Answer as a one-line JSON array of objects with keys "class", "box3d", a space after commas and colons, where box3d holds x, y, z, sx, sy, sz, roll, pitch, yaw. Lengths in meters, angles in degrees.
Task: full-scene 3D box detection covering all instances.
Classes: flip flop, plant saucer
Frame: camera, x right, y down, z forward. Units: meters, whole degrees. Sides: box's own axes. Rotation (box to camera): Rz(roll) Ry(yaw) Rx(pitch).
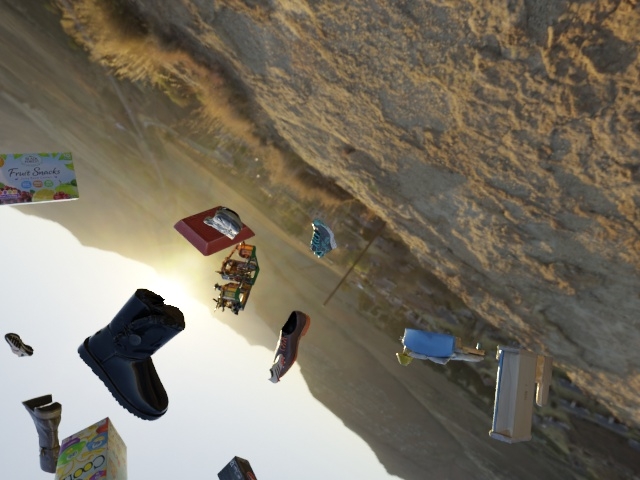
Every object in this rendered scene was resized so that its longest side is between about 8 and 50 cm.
[{"class": "flip flop", "box3d": [-0.295, -0.067, 1.294, 0.112, 0.080, 0.277, 33, 164, -16]}, {"class": "plant saucer", "box3d": [-0.461, -0.058, 1.783, 0.259, 0.259, 0.047, 36, 134, 30]}]

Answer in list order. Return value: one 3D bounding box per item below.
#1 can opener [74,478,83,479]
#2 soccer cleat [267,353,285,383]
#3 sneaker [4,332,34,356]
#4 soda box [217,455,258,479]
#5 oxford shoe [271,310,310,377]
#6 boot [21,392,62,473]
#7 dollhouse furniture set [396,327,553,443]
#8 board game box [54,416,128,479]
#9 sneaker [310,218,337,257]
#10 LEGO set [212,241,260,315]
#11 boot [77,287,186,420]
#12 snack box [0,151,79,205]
[{"class": "can opener", "box3d": [-0.478, 0.648, 0.971, 0.074, 0.093, 0.280, 10, 141, 54]}, {"class": "soccer cleat", "box3d": [-0.118, 0.339, 1.093, 0.036, 0.083, 0.029, 28, 137, -20]}, {"class": "sneaker", "box3d": [-0.916, 0.319, 1.233, 0.040, 0.044, 0.109, -104, 1, -51]}, {"class": "soda box", "box3d": [-0.154, 0.546, 0.862, 0.169, 0.060, 0.053, 41, 175, 47]}, {"class": "oxford shoe", "box3d": [-0.137, 0.399, 1.599, 0.097, 0.271, 0.098, 11, 160, 34]}, {"class": "boot", "box3d": [-0.947, 0.661, 1.401, 0.263, 0.228, 0.091, 0, -177, 43]}, {"class": "dollhouse furniture set", "box3d": [0.383, 0.358, 1.055, 0.304, 0.197, 0.287, 1, 164, 45]}, {"class": "board game box", "box3d": [-0.642, 0.665, 1.158, 0.275, 0.142, 0.144, 27, 137, 61]}, {"class": "sneaker", "box3d": [0.000, 0.000, 1.225, 0.065, 0.076, 0.166, 39, 166, 31]}, {"class": "LEGO set", "box3d": [-0.421, 0.165, 1.890, 0.192, 0.330, 0.254, 10, 155, 9]}, {"class": "boot", "box3d": [-0.363, 0.244, 0.877, 0.246, 0.207, 0.094, 50, -170, -7]}, {"class": "snack box", "box3d": [-0.585, -0.128, 0.842, 0.037, 0.141, 0.100, 0, 100, 54]}]
